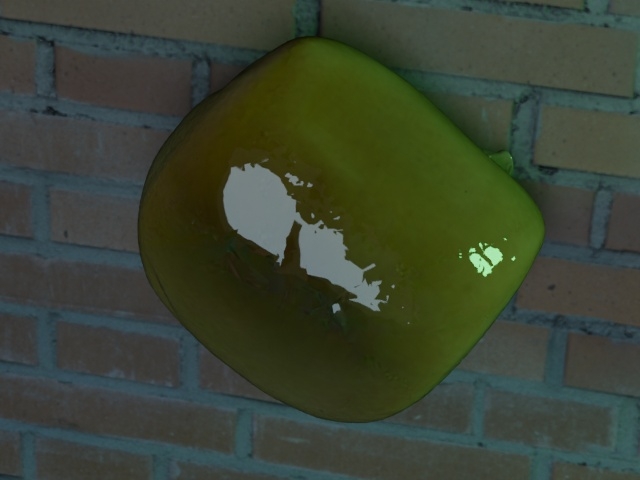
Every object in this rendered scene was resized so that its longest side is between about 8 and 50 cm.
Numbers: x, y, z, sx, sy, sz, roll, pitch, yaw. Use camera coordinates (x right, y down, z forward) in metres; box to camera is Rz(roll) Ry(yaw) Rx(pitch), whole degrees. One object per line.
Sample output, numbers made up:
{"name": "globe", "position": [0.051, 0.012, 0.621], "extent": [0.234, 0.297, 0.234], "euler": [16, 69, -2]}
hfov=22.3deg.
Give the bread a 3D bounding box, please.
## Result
{"name": "bread", "position": [0.000, 0.000, 1.678], "extent": [0.376, 0.253, 0.348], "euler": [43, 119, -6]}
